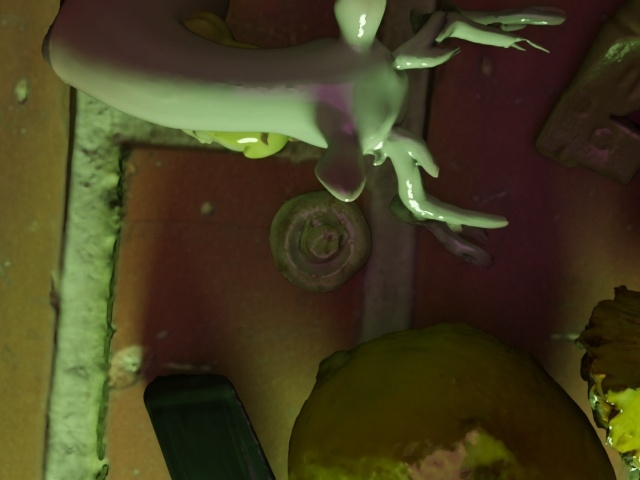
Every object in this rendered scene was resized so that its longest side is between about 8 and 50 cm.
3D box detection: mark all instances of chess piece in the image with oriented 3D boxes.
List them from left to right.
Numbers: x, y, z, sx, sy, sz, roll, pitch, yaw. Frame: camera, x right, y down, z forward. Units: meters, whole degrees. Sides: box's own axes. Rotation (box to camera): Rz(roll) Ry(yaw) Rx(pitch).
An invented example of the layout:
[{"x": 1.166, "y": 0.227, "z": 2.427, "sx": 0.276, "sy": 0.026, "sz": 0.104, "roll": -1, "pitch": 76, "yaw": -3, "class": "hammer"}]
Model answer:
[{"x": 0.249, "y": -0.140, "z": 1.093, "sx": 0.090, "sy": 0.090, "sz": 0.200, "roll": 29, "pitch": 110, "yaw": -2, "class": "chess piece"}]

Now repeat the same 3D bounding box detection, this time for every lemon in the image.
[{"x": 0.102, "y": 0.190, "z": 1.067, "sx": 0.288, "sy": 0.233, "sz": 0.233, "roll": 42, "pitch": 98, "yaw": -6, "class": "lemon"}]

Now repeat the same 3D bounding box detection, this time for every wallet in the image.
[{"x": -0.066, "y": 0.221, "z": 1.116, "sx": 0.052, "sy": 0.168, "sz": 0.245, "roll": -24, "pitch": 95, "yaw": -28, "class": "wallet"}]

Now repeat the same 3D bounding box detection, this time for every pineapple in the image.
[{"x": 0.273, "y": 0.122, "z": 1.097, "sx": 0.250, "sy": 0.140, "sz": 0.164, "roll": -12, "pitch": 125, "yaw": -25, "class": "pineapple"}]

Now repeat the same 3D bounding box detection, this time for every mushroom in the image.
[{"x": 0.000, "y": 0.000, "z": 1.122, "sx": 0.084, "sy": 0.067, "sz": 0.083, "roll": 0, "pitch": 88, "yaw": 0, "class": "mushroom"}]

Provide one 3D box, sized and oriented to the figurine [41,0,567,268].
[{"x": 0.011, "y": -0.125, "z": 1.035, "sx": 0.316, "sy": 0.284, "sz": 0.206, "roll": 28, "pitch": 103, "yaw": 26, "class": "figurine"}]
